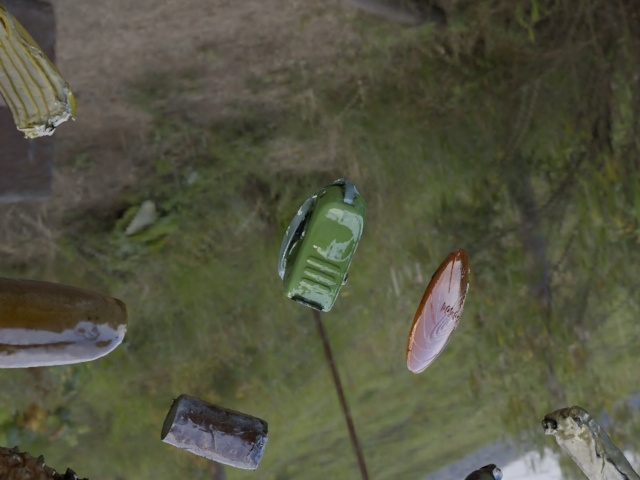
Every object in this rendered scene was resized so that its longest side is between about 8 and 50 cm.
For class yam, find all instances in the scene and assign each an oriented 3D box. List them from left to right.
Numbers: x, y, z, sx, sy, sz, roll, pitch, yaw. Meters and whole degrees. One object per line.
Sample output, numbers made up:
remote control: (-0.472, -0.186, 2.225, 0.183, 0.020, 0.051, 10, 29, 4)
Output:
yam: (-0.145, 0.264, 1.423, 0.141, 0.079, 0.079, 22, 163, -17)

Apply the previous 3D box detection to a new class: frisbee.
frisbee: (0.179, 0.105, 1.474, 0.035, 0.192, 0.192, 22, -172, 21)

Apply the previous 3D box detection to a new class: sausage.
sausage: (-0.511, 0.093, 1.377, 0.500, 0.136, 0.123, 13, 162, -14)

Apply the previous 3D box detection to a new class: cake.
cake: (-0.333, -0.204, 1.123, 0.079, 0.185, 0.116, -24, 135, -6)

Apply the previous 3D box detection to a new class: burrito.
burrito: (0.304, 0.242, 1.081, 0.042, 0.171, 0.051, -39, -179, -38)

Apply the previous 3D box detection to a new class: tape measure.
tape measure: (0.000, 0.000, 1.578, 0.106, 0.200, 0.175, 20, 179, -11)

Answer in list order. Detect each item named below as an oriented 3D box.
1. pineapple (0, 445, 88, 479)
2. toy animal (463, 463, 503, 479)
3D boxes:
pineapple: (-0.326, 0.344, 1.284, 0.340, 0.169, 0.169, 8, 173, -3)
toy animal: (0.182, 0.377, 1.191, 0.094, 0.225, 0.121, 18, 177, 28)
